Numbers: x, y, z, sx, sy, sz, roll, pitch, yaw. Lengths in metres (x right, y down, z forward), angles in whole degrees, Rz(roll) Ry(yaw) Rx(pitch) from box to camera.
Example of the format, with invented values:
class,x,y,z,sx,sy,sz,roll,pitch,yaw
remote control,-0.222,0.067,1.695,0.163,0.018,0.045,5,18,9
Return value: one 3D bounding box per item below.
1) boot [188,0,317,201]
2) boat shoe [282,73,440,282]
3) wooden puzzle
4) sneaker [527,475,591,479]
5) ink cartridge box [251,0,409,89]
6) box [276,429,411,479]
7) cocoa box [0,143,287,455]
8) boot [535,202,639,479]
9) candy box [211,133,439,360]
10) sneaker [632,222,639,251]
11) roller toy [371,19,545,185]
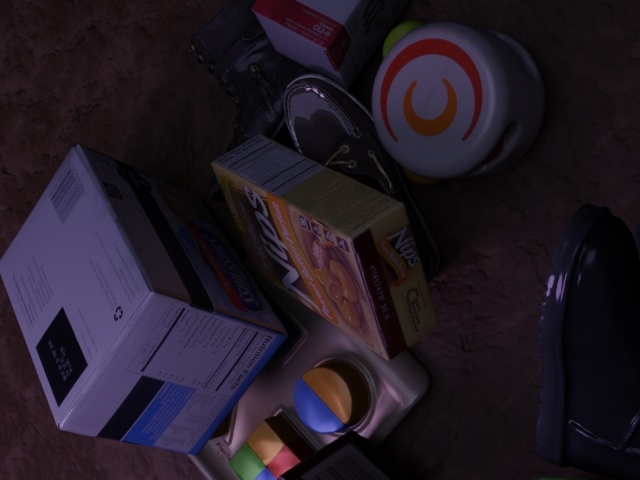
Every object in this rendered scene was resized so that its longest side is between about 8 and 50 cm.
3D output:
class,x,y,z,sx,sy,sz,roll,pitch,yaw
boot,-0.114,-0.210,1.587,0.263,0.091,0.229,-45,70,8
boat shoe,0.044,-0.073,1.453,0.117,0.097,0.324,-30,91,21
wooden puzzle,-0.068,0.207,1.552,0.322,0.080,0.348,46,108,20
sneaker,0.370,0.458,1.229,0.483,0.202,0.185,46,117,14
ink cartridge box,0.022,-0.319,1.464,0.127,0.128,0.176,31,83,22
box,-0.044,0.446,1.437,0.143,0.191,0.381,41,117,18
cocoa box,-0.248,0.079,1.502,0.231,0.228,0.347,-54,42,16
boot,0.465,0.166,1.187,0.445,0.146,0.367,18,134,29
candy box,0.000,0.000,1.378,0.316,0.088,0.183,29,145,50
sneaker,0.511,-0.014,1.261,0.302,0.108,0.121,5,53,40
roller toy,0.176,-0.171,1.401,0.191,0.146,0.209,5,96,36
